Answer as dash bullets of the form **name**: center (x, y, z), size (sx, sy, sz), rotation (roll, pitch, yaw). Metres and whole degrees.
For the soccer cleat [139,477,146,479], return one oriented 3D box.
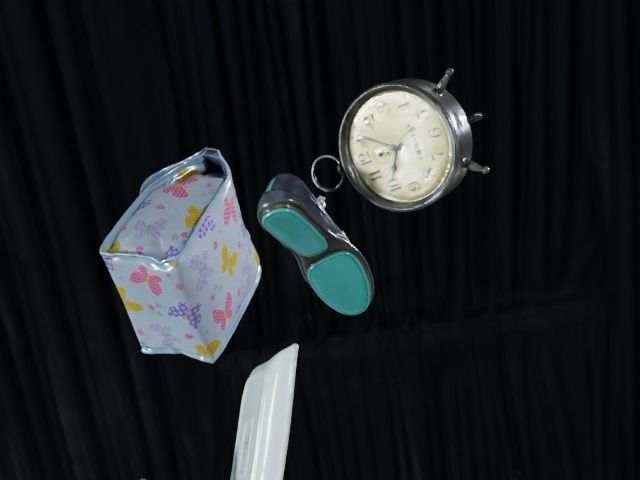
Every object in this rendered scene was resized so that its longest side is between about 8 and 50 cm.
- **soccer cleat**: center (-0.262, 0.483, 1.672), size (0.179, 0.060, 0.072), rotation (19, 25, -8)

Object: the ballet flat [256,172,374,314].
- **ballet flat**: center (0.000, 0.000, 0.984), size (0.074, 0.203, 0.074), rotation (-19, 47, 21)

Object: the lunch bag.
- **lunch bag**: center (-0.063, 0.006, 0.455), size (0.053, 0.071, 0.083), rotation (6, 44, 22)

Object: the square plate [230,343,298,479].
- **square plate**: center (-0.112, 0.368, 1.651), size (0.049, 0.344, 0.347), rotation (11, -16, -10)

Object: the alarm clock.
- **alarm clock**: center (0.071, -0.093, 0.951), size (0.192, 0.129, 0.064), rotation (-17, 6, 29)
